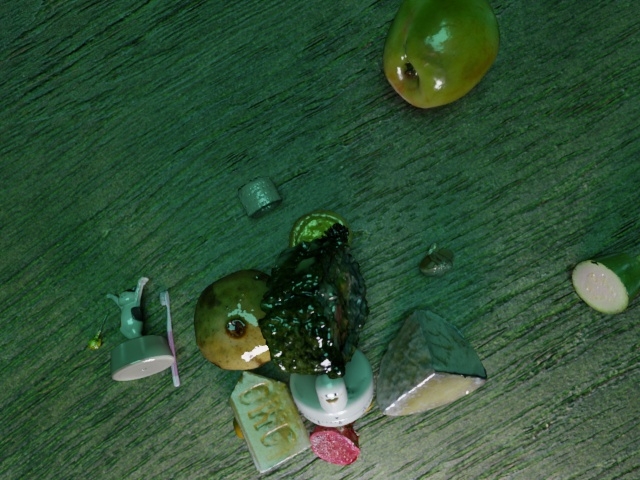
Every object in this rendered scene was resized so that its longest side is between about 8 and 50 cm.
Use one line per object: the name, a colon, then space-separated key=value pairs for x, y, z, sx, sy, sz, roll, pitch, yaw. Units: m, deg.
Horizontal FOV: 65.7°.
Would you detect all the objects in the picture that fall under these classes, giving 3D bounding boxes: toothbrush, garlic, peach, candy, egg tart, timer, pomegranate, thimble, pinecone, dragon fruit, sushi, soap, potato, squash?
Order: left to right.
candy: x=-0.668 y=0.271 z=1.501 sx=0.035 sy=0.035 sz=0.123 roll=20 pitch=77 yaw=-6
timer: x=-0.543 y=0.253 z=1.448 sx=0.175 sy=0.175 sz=0.266 roll=-22 pitch=68 yaw=1
toothbrush: x=-0.453 y=0.294 z=1.489 sx=0.025 sy=0.020 sz=0.287 roll=-11 pitch=83 yaw=10
pomegranate: x=-0.213 y=0.220 z=1.364 sx=0.281 sy=0.281 sz=0.281 roll=0 pitch=84 yaw=3
thimble: x=-0.182 y=-0.129 z=1.474 sx=0.115 sy=0.102 sz=0.090 roll=-28 pitch=83 yaw=-7
soap: x=-0.149 y=0.471 z=1.351 sx=0.160 sy=0.080 sz=0.258 roll=-23 pitch=80 yaw=-17
sushi: x=-0.008 y=0.153 z=1.265 sx=0.178 sy=0.352 sz=0.294 roll=-9 pitch=116 yaw=24
egg tart: x=0.000 y=0.000 z=1.466 sx=0.191 sy=0.074 sz=0.191 roll=0 pitch=85 yaw=4
timer: x=0.030 y=0.375 z=1.339 sx=0.233 sy=0.240 sz=0.233 roll=-7 pitch=40 yaw=6
pinecone: x=0.045 y=-0.008 z=1.393 sx=0.077 sy=0.077 sz=0.083 roll=36 pitch=57 yaw=6
dragon fruit: x=0.049 y=0.552 z=1.409 sx=0.153 sy=0.111 sz=0.153 roll=11 pitch=123 yaw=17
potato: x=0.294 y=0.362 z=1.410 sx=0.189 sy=0.211 sz=0.264 roll=19 pitch=125 yaw=-31
garlic: x=0.343 y=0.067 z=1.441 sx=0.113 sy=0.094 sz=0.074 roll=-36 pitch=124 yaw=-6
peach: x=0.341 y=-0.539 z=1.387 sx=0.315 sy=0.314 sz=0.281 roll=-28 pitch=50 yaw=-22
squash: x=0.807 y=0.107 z=1.376 sx=0.122 sy=0.170 sz=0.170 roll=-30 pitch=83 yaw=-12

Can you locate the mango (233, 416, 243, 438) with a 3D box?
mango: x=-0.158 y=0.519 z=1.421 sx=0.184 sy=0.085 sz=0.102 roll=-5 pitch=82 yaw=-8
